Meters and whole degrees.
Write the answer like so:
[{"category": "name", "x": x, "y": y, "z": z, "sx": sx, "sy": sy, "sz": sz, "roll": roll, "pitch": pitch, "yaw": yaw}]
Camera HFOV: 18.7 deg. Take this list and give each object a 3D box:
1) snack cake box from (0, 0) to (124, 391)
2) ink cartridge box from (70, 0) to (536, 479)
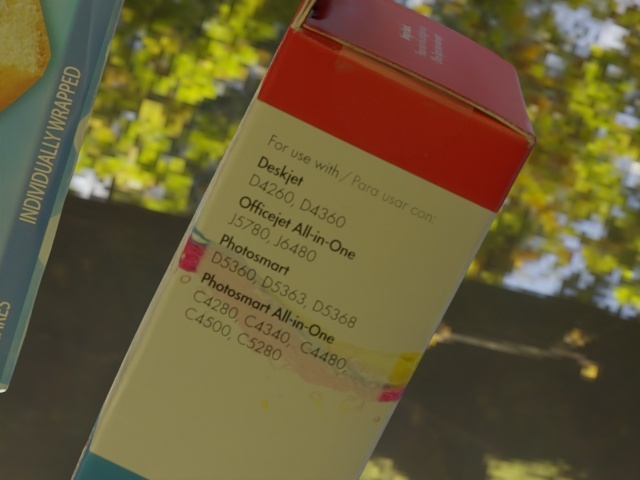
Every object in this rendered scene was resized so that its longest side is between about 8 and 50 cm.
[{"category": "snack cake box", "x": -0.140, "y": -0.096, "z": 0.633, "sx": 0.089, "sy": 0.152, "sz": 0.264, "roll": 164, "pitch": -58, "yaw": -76}, {"category": "ink cartridge box", "x": 0.000, "y": 0.000, "z": 0.602, "sx": 0.231, "sy": 0.078, "sz": 0.134, "roll": -63, "pitch": -176, "yaw": 14}]
